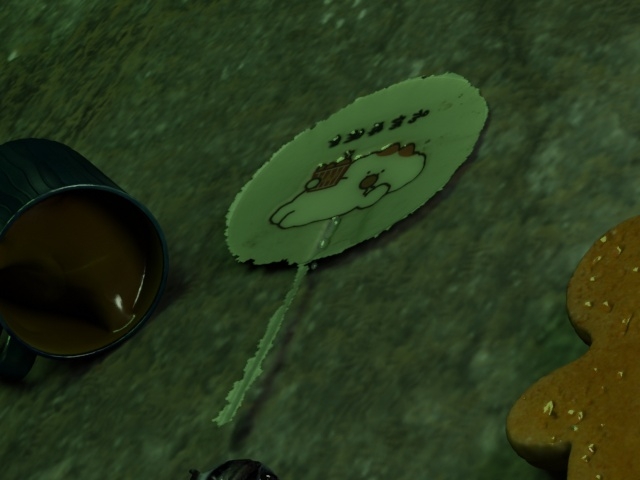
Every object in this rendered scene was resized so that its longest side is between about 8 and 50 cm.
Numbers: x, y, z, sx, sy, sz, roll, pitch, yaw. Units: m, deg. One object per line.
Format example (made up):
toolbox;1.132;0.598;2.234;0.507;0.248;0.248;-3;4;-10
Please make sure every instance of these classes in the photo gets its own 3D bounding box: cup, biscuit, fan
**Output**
cup;-0.187;0.010;1.284;0.150;0.113;0.138;-38;27;-7
biscuit;0.163;0.074;0.892;0.165;0.036;0.250;-25;34;17
fan;0.000;0.001;1.202;0.191;0.009;0.329;-14;32;32

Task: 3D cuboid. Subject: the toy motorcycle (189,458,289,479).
toy motorcycle;-0.038;0.214;0.776;0.091;0.157;0.263;-9;40;35
